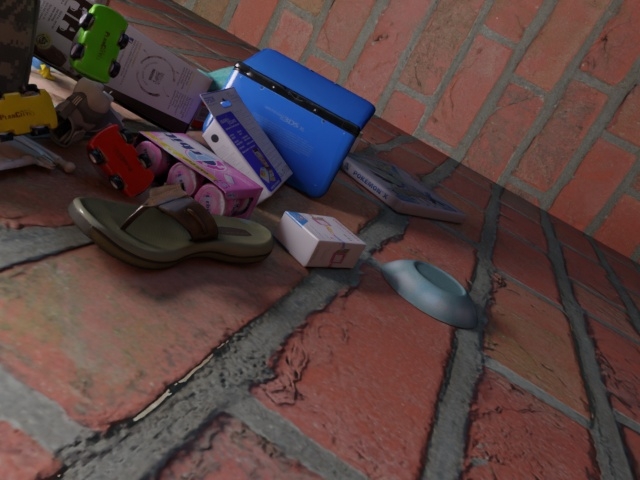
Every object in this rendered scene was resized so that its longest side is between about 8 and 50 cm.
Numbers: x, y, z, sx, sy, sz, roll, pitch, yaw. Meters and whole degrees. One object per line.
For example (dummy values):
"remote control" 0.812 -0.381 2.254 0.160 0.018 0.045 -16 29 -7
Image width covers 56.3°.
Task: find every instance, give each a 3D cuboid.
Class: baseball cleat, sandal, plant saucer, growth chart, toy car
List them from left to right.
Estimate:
"growth chart" -0.432 -0.116 0.706 0.172 0.021 0.237 31 19 8
"toy car" -0.309 -0.194 0.777 0.239 0.224 0.053 22 -12 -41
"baseball cleat" -0.359 -0.184 0.905 0.072 0.109 0.206 45 -11 -3
"sandal" -0.171 -0.030 0.745 0.120 0.086 0.303 40 22 30
"plant saucer" 0.201 0.080 1.053 0.195 0.037 0.195 25 20 -10

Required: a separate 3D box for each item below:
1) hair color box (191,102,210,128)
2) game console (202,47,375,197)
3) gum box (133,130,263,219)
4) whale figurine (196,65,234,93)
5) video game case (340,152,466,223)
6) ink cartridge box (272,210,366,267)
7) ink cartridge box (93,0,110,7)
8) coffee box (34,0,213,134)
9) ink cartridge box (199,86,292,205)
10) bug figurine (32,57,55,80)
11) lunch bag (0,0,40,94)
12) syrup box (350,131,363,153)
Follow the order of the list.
"hair color box" -0.290 -0.307 1.309 0.043 0.072 0.141 4 31 -48
"game console" -0.060 -0.261 1.292 0.293 0.250 0.173 29 5 3
"gum box" -0.189 -0.096 0.923 0.188 0.062 0.107 34 20 17
"whale figurine" -0.215 -0.384 1.494 0.272 0.141 0.216 9 27 -51
"video game case" 0.213 -0.151 1.656 0.329 0.036 0.300 5 30 -48
"ink cartridge box" 0.000 0.000 0.957 0.122 0.052 0.088 6 29 -50
"ink cartridge box" -0.589 -0.559 1.470 0.067 0.115 0.198 25 19 -14
"coffee box" -0.355 -0.305 1.014 0.297 0.118 0.168 28 0 -34
"ink cartridge box" -0.142 -0.179 1.099 0.208 0.045 0.206 56 17 -10
"bug figurine" -0.480 -0.355 1.172 0.279 0.072 0.216 4 31 -50
"lunch bag" -0.544 -0.286 0.722 0.256 0.212 0.305 17 11 37
"syrup box" 0.016 -0.333 1.761 0.096 0.093 0.237 13 24 -39
